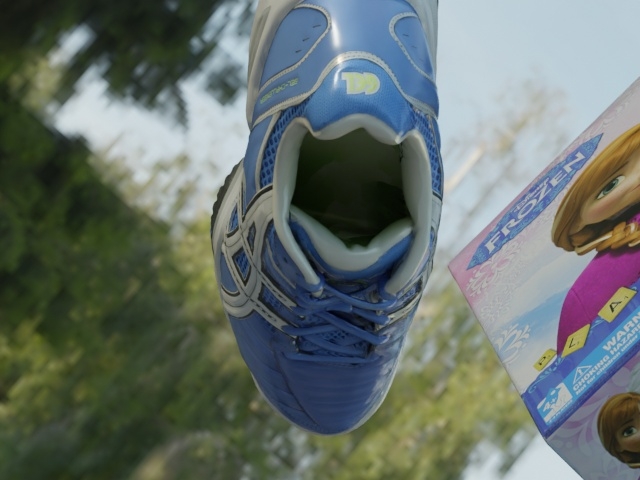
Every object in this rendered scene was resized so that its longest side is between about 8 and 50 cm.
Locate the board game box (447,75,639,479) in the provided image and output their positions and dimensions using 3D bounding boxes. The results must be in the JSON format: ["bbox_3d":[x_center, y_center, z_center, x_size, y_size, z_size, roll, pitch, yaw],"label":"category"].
[{"bbox_3d":[0.222,-0.035,1.027,0.066,0.318,0.318,44,6,-13],"label":"board game box"}]

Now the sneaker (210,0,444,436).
[{"bbox_3d":[0.000,0.000,0.651,0.080,0.081,0.211,0,-46,-1],"label":"sneaker"}]
